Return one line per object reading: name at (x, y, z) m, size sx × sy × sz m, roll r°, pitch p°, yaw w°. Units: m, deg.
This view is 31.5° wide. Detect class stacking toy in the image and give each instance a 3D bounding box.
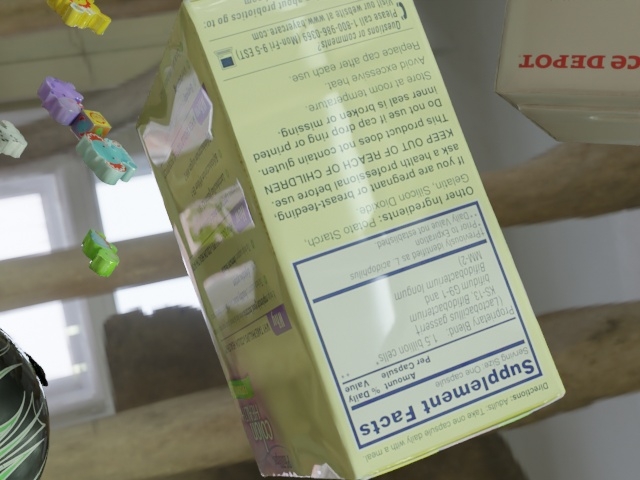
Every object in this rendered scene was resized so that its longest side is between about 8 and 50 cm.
stacking toy at (-0.209, -0.098, 1.005) m, size 0.221 × 0.052 × 0.167 m, roll 47°, pitch -68°, yaw 24°

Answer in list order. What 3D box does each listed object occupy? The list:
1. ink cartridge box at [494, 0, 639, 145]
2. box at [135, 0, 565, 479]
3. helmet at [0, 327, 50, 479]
ink cartridge box at (0.293, -0.234, 1.021) m, size 0.198 × 0.197 × 0.270 m, roll 6°, pitch -96°, yaw 28°
box at (0.000, 0.000, 0.638) m, size 0.213 × 0.117 × 0.243 m, roll 143°, pitch -72°, yaw -71°
helmet at (-0.251, 0.124, 0.686) m, size 0.161 × 0.169 × 0.169 m, roll -106°, pitch -167°, yaw -71°
